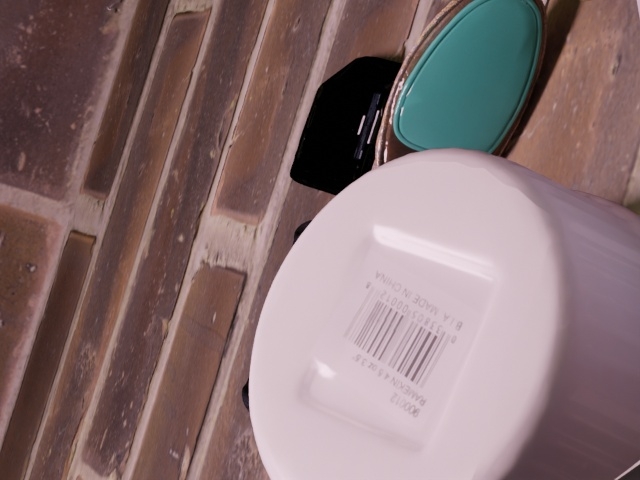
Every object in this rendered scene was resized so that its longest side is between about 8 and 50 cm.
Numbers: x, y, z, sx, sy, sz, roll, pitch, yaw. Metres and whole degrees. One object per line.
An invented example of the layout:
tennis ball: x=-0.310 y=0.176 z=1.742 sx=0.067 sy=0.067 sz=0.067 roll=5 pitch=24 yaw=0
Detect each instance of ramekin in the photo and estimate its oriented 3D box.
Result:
ramekin: x=0.085 y=0.077 z=1.077 sx=0.277 sy=0.135 sz=0.277 roll=-20 pitch=58 yaw=35

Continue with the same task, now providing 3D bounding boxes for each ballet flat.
ballet flat: x=0.085 y=-0.073 z=1.408 sx=0.106 sy=0.107 sz=0.316 roll=-102 pitch=35 yaw=-71

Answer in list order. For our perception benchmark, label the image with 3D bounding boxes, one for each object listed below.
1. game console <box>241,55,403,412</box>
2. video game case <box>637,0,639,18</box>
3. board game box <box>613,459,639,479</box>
game console: x=0.000 y=0.000 z=1.655 sx=0.213 sy=0.044 sz=0.361 roll=-156 pitch=85 yaw=-72
video game case: x=0.230 y=-0.104 z=0.982 sx=0.285 sy=0.025 sz=0.204 roll=-110 pitch=3 yaw=-59
board game box: x=0.192 y=0.155 z=0.802 sx=0.126 sy=0.186 sz=0.026 roll=-52 pitch=30 yaw=45
